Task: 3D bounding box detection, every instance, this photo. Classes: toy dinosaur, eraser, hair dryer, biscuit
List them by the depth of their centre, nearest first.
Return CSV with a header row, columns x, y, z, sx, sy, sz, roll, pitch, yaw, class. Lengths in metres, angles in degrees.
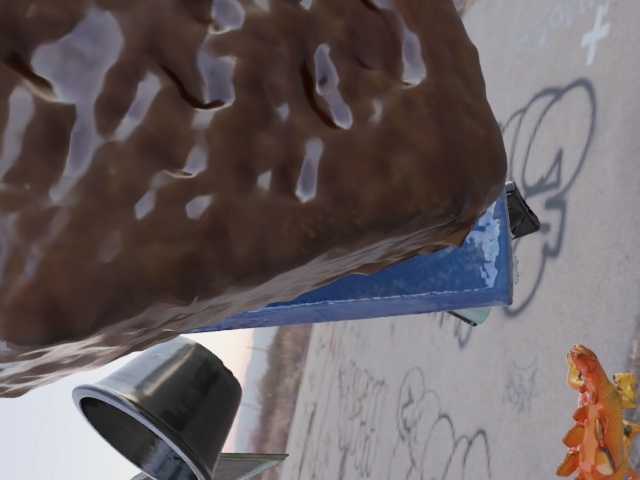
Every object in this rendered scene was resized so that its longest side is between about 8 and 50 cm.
x,y,z,sx,sy,sz,roll,pitch,yaw,class
-0.114,-0.107,0.410,0.342,0.395,0.166,69,160,7,biscuit
0.000,0.000,0.608,0.042,0.312,0.144,58,-150,-56,eraser
0.277,0.211,0.713,0.117,0.071,0.288,-53,-48,-31,toy dinosaur
0.222,0.019,1.199,0.116,0.244,0.302,58,-146,-13,hair dryer

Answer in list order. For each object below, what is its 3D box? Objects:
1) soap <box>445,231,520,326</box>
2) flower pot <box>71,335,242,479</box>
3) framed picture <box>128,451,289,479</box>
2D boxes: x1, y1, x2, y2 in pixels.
x,y,z,sx,sy,sz,roll,pitch,yaw,class
0.128,-0.007,0.946,0.150,0.262,0.094,-71,8,-50,soap
-0.204,0.229,0.990,0.148,0.235,0.235,-51,-17,-35,flower pot
-0.231,0.467,1.441,0.216,0.273,0.016,-38,52,37,framed picture
